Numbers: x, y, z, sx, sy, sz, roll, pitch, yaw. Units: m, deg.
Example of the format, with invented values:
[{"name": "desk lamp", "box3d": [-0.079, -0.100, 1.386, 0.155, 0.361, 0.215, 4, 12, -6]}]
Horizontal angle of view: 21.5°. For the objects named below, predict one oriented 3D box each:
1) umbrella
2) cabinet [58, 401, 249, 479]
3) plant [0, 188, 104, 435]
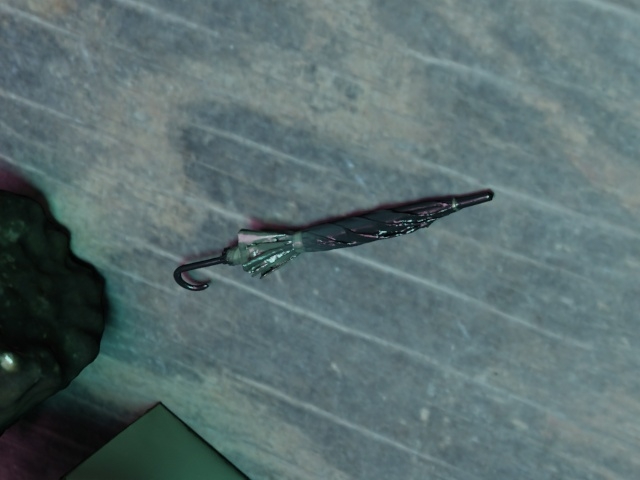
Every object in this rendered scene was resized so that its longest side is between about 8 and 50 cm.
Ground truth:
[{"name": "umbrella", "box3d": [-0.003, -0.003, 1.186, 0.269, 0.044, 0.044, -17, 130, 32]}, {"name": "cabinet", "box3d": [-0.117, 0.264, 1.298, 0.206, 0.150, 0.145, 40, 125, 9]}, {"name": "plant", "box3d": [-0.314, 0.086, 1.305, 0.276, 0.188, 0.199, -30, 92, 34]}]
